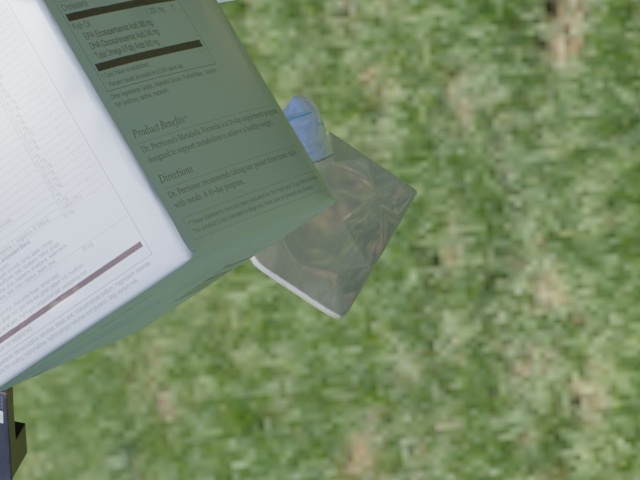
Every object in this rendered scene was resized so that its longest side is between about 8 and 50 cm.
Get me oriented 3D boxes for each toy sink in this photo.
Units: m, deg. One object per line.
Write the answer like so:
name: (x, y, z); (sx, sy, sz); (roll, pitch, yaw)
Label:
toy sink: (0.000, 0.000, 2.684); (0.234, 0.153, 0.131); (-60, 6, -30)

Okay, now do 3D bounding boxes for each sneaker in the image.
sneaker: (-0.065, -0.083, 1.618); (0.054, 0.152, 0.061); (-35, -67, -70)

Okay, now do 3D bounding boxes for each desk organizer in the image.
desk organizer: (-0.343, 0.192, 2.100); (0.050, 0.047, 0.130); (-66, -16, -51)

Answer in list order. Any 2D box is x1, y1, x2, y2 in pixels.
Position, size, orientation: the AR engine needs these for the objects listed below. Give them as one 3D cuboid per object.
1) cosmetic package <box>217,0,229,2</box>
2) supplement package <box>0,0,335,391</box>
cosmetic package: (-0.190, -0.423, 1.965); (0.329, 0.327, 0.394); (-45, -56, -72)
supplement package: (-0.130, -0.078, 0.881); (0.139, 0.134, 0.244); (-32, 86, 29)
